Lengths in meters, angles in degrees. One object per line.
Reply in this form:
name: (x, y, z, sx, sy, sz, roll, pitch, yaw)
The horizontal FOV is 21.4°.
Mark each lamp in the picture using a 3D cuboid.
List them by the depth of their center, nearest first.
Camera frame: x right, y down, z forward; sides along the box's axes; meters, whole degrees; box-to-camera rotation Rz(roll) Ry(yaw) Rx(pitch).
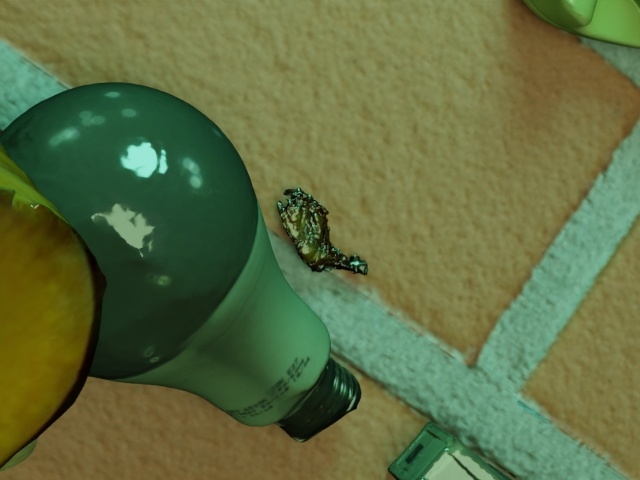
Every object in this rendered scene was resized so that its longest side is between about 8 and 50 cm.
lamp: (-0.101, 0.044, 1.079, 0.182, 0.182, 0.313, -33, 122, -9)

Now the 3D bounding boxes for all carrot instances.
carrot: (-0.273, -0.008, 0.910, 0.224, 0.341, 0.224, -24, 130, -32)

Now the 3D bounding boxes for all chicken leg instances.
chicken leg: (-0.002, 0.000, 1.164, 0.036, 0.021, 0.083, -43, 107, -16)

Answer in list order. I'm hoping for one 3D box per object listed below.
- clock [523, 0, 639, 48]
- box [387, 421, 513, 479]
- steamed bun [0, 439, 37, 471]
clock: (0.299, -0.233, 1.176, 0.308, 0.096, 0.235, 13, 94, -18)
box: (0.092, 0.169, 1.184, 0.063, 0.085, 0.060, 45, 86, -11)
steamed bun: (-0.253, 0.110, 1.040, 0.172, 0.155, 0.140, -30, 104, -11)
